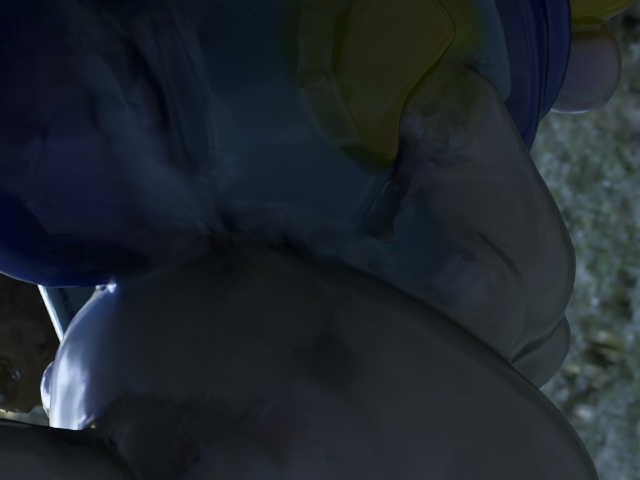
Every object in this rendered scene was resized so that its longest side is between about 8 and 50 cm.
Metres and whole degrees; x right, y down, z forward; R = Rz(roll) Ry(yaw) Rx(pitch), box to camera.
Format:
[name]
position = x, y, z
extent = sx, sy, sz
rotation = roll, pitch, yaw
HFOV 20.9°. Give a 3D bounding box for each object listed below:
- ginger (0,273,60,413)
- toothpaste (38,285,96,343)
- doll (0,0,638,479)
[ginger]
position = -0.239, -0.005, 1.244
extent = 0.123, 0.219, 0.270
rotation = -47, 61, 52
[toothpaste]
position = -0.074, 0.059, 0.711
extent = 0.048, 0.075, 0.297
rotation = -36, 68, 29
[doll]
position = -0.008, 0.000, 0.553
extent = 0.376, 0.187, 0.365
rotation = 36, -125, -60
